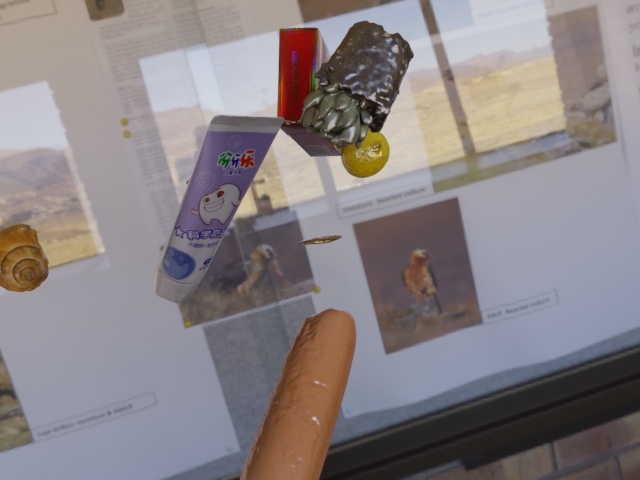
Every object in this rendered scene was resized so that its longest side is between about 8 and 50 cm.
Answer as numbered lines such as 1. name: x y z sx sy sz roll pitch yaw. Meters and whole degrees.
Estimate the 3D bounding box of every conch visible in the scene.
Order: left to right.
1. conch: -0.571 0.024 1.067 0.093 0.109 0.330 -18 25 -38

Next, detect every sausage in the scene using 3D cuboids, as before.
1. sausage: -0.023 0.204 0.685 0.086 0.086 0.289 -9 42 30

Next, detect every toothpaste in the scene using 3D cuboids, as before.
1. toothpaste: -0.180 -0.048 0.920 0.125 0.080 0.371 -7 -41 -44

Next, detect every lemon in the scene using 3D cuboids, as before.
1. lemon: 0.101 -0.199 1.341 0.109 0.109 0.133 -22 -6 -36

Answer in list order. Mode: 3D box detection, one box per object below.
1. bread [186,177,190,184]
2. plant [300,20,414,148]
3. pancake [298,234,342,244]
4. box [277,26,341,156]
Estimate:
1. bread: -0.268 -0.151 1.432 0.090 0.035 0.094 21 60 39
2. plant: 0.056 -0.232 0.916 0.129 0.194 0.132 29 -4 3
3. pancake: 0.000 -0.001 1.443 0.115 0.011 0.115 -8 -6 -1
4. box: -0.017 -0.312 1.289 0.089 0.197 0.313 2 -3 11
